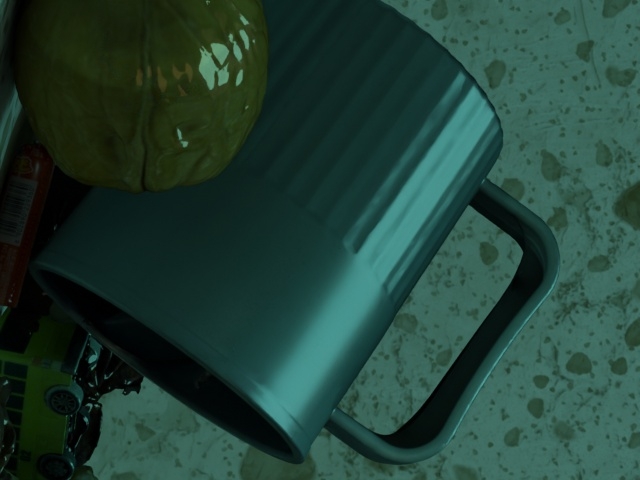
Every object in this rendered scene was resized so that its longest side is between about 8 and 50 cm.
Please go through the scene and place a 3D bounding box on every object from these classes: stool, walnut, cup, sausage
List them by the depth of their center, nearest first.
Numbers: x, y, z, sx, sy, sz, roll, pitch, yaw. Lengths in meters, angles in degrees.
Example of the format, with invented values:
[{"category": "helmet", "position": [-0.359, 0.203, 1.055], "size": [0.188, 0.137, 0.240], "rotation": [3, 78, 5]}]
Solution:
[{"category": "walnut", "position": [-0.115, -0.118, 1.100], "size": [0.197, 0.165, 0.165], "rotation": [90, 10, -53]}, {"category": "sausage", "position": [-0.225, -0.016, 1.275], "size": [0.034, 0.034, 0.129], "rotation": [-160, -95, -85]}, {"category": "cup", "position": [-0.007, -0.010, 1.340], "size": [0.311, 0.331, 0.257], "rotation": [-55, 156, -14]}, {"category": "stool", "position": [-0.210, 0.013, 1.496], "size": [0.217, 0.121, 0.125], "rotation": [-98, -155, -66]}]

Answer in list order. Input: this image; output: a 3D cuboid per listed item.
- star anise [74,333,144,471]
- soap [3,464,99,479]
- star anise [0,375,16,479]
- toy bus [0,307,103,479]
[{"category": "star anise", "position": [-0.270, 0.152, 1.852], "size": [0.212, 0.129, 0.283], "rotation": [84, 27, -68]}, {"category": "soap", "position": [-0.261, 0.374, 1.498], "size": [0.281, 0.143, 0.259], "rotation": [118, -31, -41]}, {"category": "star anise", "position": [-0.264, 0.179, 1.228], "size": [0.172, 0.063, 0.208], "rotation": [104, 1, -46]}, {"category": "toy bus", "position": [-0.260, 0.152, 1.557], "size": [0.088, 0.101, 0.175], "rotation": [-81, -177, -56]}]
